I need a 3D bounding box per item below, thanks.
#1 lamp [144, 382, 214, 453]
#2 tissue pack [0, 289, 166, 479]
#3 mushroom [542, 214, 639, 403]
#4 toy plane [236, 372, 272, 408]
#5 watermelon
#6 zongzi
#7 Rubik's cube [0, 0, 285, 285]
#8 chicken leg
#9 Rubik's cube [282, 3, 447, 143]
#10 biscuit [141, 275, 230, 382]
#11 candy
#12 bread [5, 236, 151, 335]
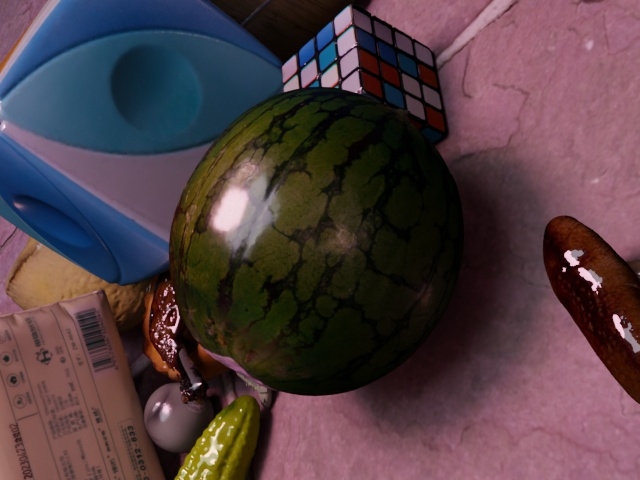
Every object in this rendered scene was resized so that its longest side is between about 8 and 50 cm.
[{"bbox_3d":[-0.208,0.261,1.472,0.105,0.105,0.105,-27,52,41],"label":"lamp"},{"bbox_3d":[-0.416,0.288,1.454,0.207,0.297,0.381,-23,82,43],"label":"tissue pack"},{"bbox_3d":[0.335,0.027,0.923,0.217,0.148,0.227,-36,54,10],"label":"mushroom"},{"bbox_3d":[-0.079,0.194,1.393,0.080,0.033,0.083,-5,90,10],"label":"toy plane"},{"bbox_3d":[0.000,0.000,1.160,0.363,0.363,0.363,-27,52,41],"label":"watermelon"},{"bbox_3d":[-0.118,-0.426,1.505,0.323,0.360,0.160,-56,21,12],"label":"zongzi"},{"bbox_3d":[-0.296,-0.168,1.438,0.352,0.351,0.347,-22,37,61],"label":"Rubik's cube"},{"bbox_3d":[-0.197,0.123,1.411,0.106,0.051,0.253,-35,49,32],"label":"chicken leg"},{"bbox_3d":[0.056,-0.191,1.333,0.151,0.154,0.155,-33,48,38],"label":"Rubik's cube"},{"bbox_3d":[-0.153,0.063,1.507,0.325,0.107,0.326,-29,48,38],"label":"biscuit"},{"bbox_3d":[-0.141,0.310,1.377,0.096,0.096,0.210,20,83,53],"label":"candy"},{"bbox_3d":[-0.389,0.017,1.729,0.320,0.237,0.321,-41,29,29],"label":"bread"}]
